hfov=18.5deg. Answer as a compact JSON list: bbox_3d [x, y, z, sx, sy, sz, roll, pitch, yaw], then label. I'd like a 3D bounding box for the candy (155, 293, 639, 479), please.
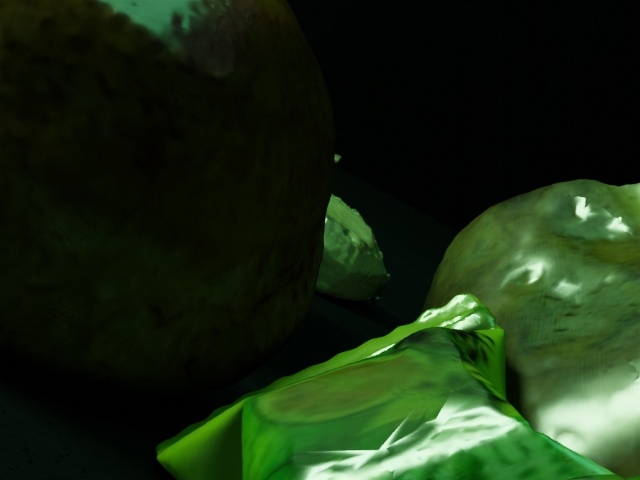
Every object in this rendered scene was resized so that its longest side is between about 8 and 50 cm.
[{"bbox_3d":[0.025,0.080,0.650,0.246,0.149,0.069,-127,-161,-70],"label":"candy"}]

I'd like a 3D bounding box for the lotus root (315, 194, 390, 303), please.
[{"bbox_3d":[0.001,-0.004,1.623,0.143,0.070,0.144,34,6,38],"label":"lotus root"}]

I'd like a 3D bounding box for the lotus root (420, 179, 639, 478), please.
[{"bbox_3d":[0.149,0.079,0.753,0.267,0.149,0.260,3,24,11],"label":"lotus root"}]

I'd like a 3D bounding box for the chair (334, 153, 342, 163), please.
[{"bbox_3d":[-0.096,-0.080,1.707,0.221,0.095,0.104,29,8,1],"label":"chair"}]

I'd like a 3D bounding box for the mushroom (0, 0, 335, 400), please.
[{"bbox_3d":[-0.115,-0.066,0.864,0.263,0.195,0.283,20,9,-34],"label":"mushroom"}]
